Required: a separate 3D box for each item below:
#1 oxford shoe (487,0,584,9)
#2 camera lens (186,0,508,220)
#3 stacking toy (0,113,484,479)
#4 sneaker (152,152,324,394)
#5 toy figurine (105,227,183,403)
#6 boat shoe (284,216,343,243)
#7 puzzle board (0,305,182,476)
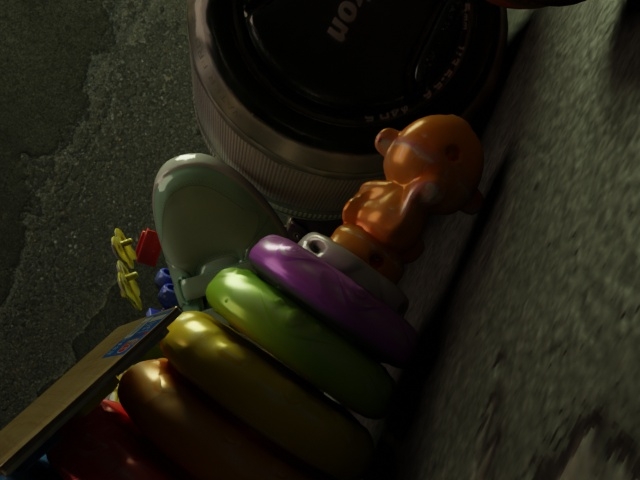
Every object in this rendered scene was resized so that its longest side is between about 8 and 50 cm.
[{"bbox_3d":[0.144,-0.217,0.378,0.271,0.096,0.098,-70,21,9],"label":"oxford shoe"},{"bbox_3d":[0.010,-0.136,0.755,0.274,0.219,0.219,124,170,-80],"label":"camera lens"},{"bbox_3d":[-0.013,0.058,0.510,0.302,0.175,0.166,-55,4,-4],"label":"stacking toy"},{"bbox_3d":[-0.058,0.064,0.705,0.151,0.094,0.256,-80,-31,-75],"label":"sneaker"},{"bbox_3d":[-0.143,0.156,0.984,0.362,0.191,0.217,-124,53,-63],"label":"toy figurine"},{"bbox_3d":[0.000,0.000,1.222,0.285,0.102,0.092,110,178,-65],"label":"boat shoe"},{"bbox_3d":[-0.114,0.071,0.452,0.096,0.011,0.128,-43,9,-23],"label":"puzzle board"}]
